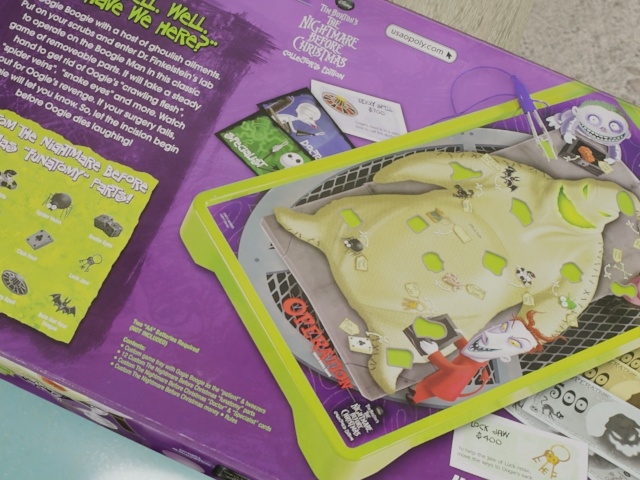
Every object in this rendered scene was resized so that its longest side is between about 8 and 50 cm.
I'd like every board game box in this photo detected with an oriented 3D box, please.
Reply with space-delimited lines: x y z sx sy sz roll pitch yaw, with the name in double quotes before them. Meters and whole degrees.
"board game box" 0.000 0.000 0.733 0.056 0.347 0.208 89 27 -71

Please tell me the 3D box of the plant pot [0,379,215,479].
"plant pot" -0.073 0.086 0.876 0.293 0.235 0.293 23 90 -81
